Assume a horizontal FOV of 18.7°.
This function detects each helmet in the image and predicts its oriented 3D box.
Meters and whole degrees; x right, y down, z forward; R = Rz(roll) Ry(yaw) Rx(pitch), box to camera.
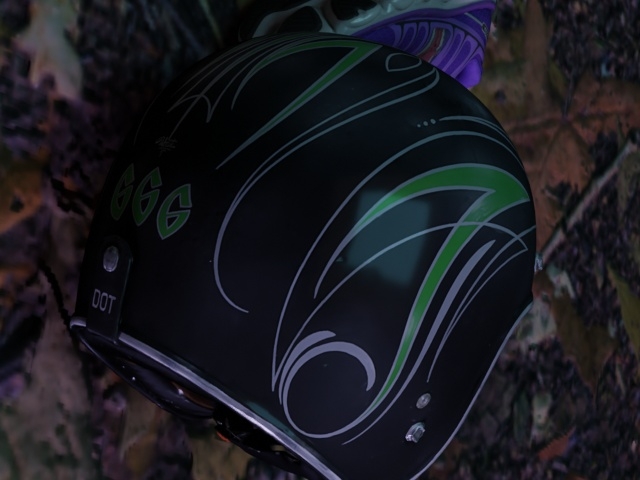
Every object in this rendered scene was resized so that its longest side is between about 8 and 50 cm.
[{"bbox_3d":[0.000,0.000,0.737,0.169,0.169,0.161,44,73,-43],"label":"helmet"}]

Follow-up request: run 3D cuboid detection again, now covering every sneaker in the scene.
[{"bbox_3d":[0.031,-0.082,0.857,0.170,0.068,0.071,-15,107,-52],"label":"sneaker"}]
